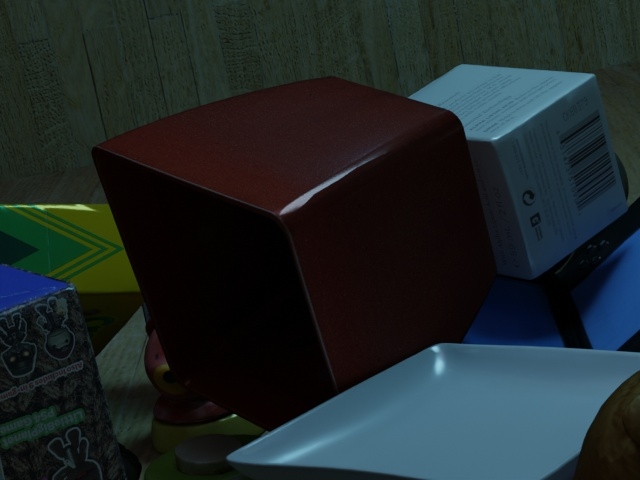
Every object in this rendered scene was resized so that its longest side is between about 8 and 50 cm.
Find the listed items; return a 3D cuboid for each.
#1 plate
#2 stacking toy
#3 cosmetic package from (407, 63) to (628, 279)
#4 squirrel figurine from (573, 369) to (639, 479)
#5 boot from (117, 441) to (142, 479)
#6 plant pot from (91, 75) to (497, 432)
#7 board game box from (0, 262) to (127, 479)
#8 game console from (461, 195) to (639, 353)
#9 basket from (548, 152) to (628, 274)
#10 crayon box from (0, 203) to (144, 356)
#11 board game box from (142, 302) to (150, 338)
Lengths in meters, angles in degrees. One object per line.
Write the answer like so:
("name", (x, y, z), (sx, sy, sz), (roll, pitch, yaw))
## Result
("plate", (0.118, 0.143, 1.369), (0.278, 0.045, 0.277), (0, 15, 42))
("stacking toy", (-0.039, 0.139, 1.717), (0.309, 0.130, 0.279), (-9, 13, 10))
("cosmetic package", (0.170, -0.071, 1.769), (0.151, 0.151, 0.184), (-33, 26, -32))
("squirrel figurine", (0.272, 0.198, 0.777), (0.370, 0.281, 0.397), (22, 51, 6))
("boot", (-0.277, 0.236, 1.603), (0.246, 0.083, 0.161), (16, 42, -22))
("plant pot", (0.000, 0.000, 1.602), (0.236, 0.267, 0.267), (-36, 36, -29))
("board game box", (-0.258, 0.176, 1.392), (0.141, 0.291, 0.232), (-21, 17, -28))
("game console", (0.223, 0.035, 1.718), (0.250, 0.173, 0.293), (-45, 18, 15))
("basket", (0.265, -0.044, 2.191), (0.204, 0.154, 0.227), (0, 14, 34))
("crayon box", (-0.373, 0.065, 1.892), (0.313, 0.106, 0.363), (1, -18, -20))
("board game box", (-0.146, 0.068, 1.935), (0.035, 0.201, 0.136), (-19, 16, -31))
